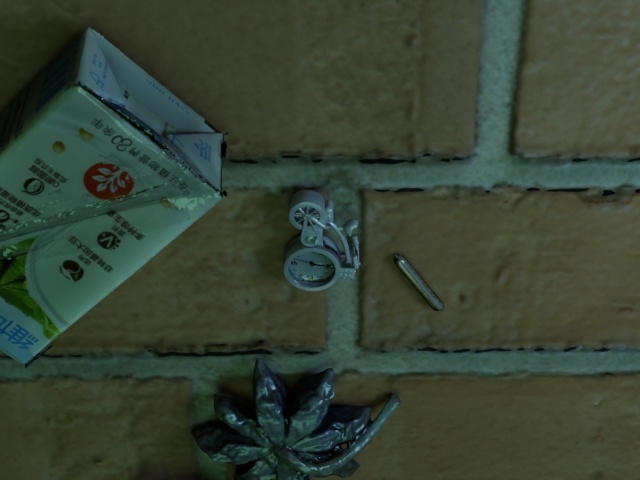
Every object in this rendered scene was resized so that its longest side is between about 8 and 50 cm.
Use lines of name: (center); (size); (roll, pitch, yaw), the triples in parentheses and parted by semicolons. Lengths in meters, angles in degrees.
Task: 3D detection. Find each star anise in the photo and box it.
star anise: (-0.030, 0.238, 1.615); (0.262, 0.081, 0.230); (-10, 113, 7)

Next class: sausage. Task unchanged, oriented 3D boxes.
sausage: (0.113, 0.049, 1.530); (0.015, 0.015, 0.100); (-32, 119, 18)

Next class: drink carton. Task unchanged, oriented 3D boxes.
drink carton: (-0.272, -0.042, 1.383); (0.324, 0.132, 0.194); (-39, 118, 23)

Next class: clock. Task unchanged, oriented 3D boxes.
clock: (0.000, 0.000, 1.477); (0.087, 0.041, 0.129); (-1, 129, 3)
